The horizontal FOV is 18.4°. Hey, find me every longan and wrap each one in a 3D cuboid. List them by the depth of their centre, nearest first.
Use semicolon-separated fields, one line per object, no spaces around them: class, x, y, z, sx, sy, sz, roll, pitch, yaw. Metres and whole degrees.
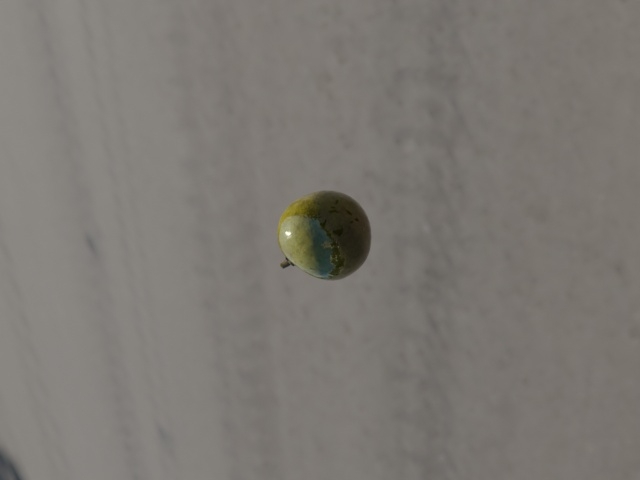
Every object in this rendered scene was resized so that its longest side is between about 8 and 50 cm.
longan;0.000;0.000;1.535;0.083;0.075;0.075;-38;74;31
